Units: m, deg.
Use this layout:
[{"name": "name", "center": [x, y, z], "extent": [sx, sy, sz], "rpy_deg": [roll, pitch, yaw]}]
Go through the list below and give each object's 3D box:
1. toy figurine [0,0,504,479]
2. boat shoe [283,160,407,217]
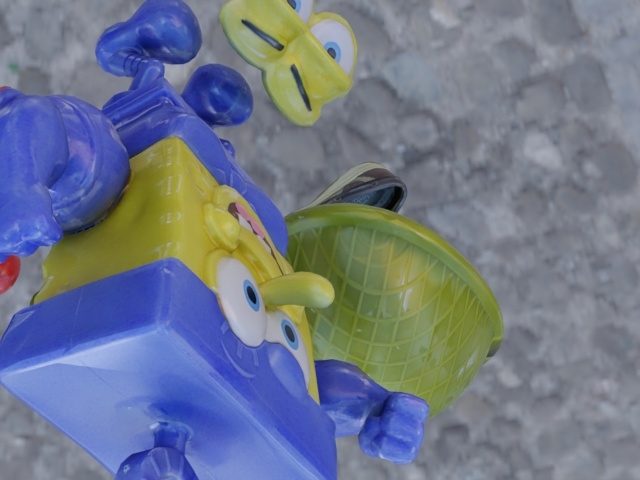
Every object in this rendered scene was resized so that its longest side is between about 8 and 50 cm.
[{"name": "toy figurine", "center": [-0.060, 0.039, 0.595], "extent": [0.191, 0.217, 0.362], "rpy_deg": [-22, 135, 16]}, {"name": "boat shoe", "center": [0.000, 0.000, 1.238], "extent": [0.152, 0.049, 0.056], "rpy_deg": [-46, 109, -8]}]
